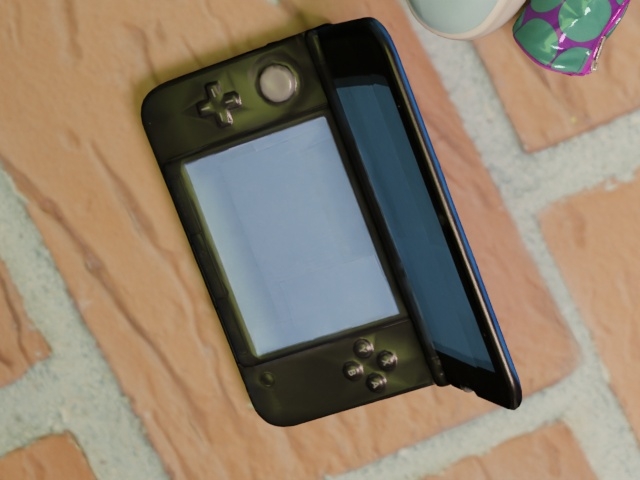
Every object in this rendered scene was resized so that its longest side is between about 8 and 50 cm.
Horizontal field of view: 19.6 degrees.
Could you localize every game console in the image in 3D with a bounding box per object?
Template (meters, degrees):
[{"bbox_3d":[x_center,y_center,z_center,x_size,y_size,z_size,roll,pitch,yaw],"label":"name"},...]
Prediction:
[{"bbox_3d":[0.000,0.000,1.363,0.250,0.173,0.293,-18,98,19],"label":"game console"}]

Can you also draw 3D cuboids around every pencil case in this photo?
[{"bbox_3d":[0.204,-0.188,1.316,0.070,0.064,0.152,42,112,19],"label":"pencil case"}]

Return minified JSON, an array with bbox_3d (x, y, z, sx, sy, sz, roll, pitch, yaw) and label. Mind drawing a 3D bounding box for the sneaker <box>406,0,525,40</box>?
[{"bbox_3d":[0.083,-0.302,1.251,0.135,0.150,0.366,18,118,31],"label":"sneaker"}]
